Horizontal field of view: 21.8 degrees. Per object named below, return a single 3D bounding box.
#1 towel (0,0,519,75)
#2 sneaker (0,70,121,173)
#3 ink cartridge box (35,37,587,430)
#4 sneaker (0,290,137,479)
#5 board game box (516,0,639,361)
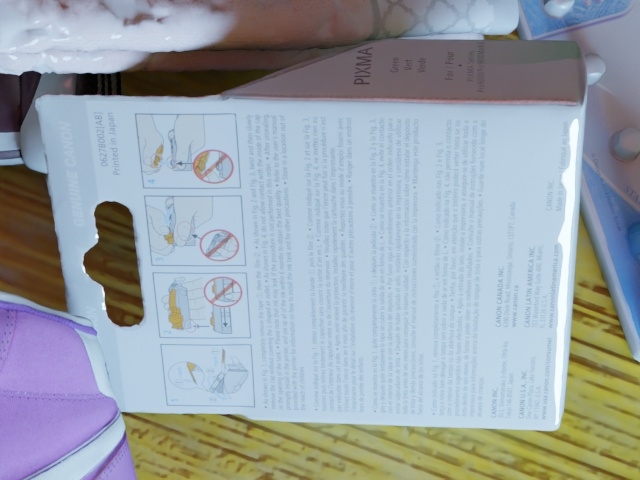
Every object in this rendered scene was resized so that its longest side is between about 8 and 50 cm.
[{"bbox_3d":[-0.066,-0.233,0.732,0.317,0.053,0.332,-6,76,-42],"label":"towel"},{"bbox_3d":[-0.182,-0.163,0.766,0.162,0.106,0.281,-5,72,3],"label":"sneaker"},{"bbox_3d":[0.000,0.000,0.734,0.225,0.181,0.056,2,37,6],"label":"ink cartridge box"},{"bbox_3d":[-0.189,0.097,0.645,0.282,0.102,0.161,-18,104,-53],"label":"sneaker"},{"bbox_3d":[0.284,-0.171,0.859,0.390,0.050,0.390,-17,81,-11],"label":"board game box"}]
